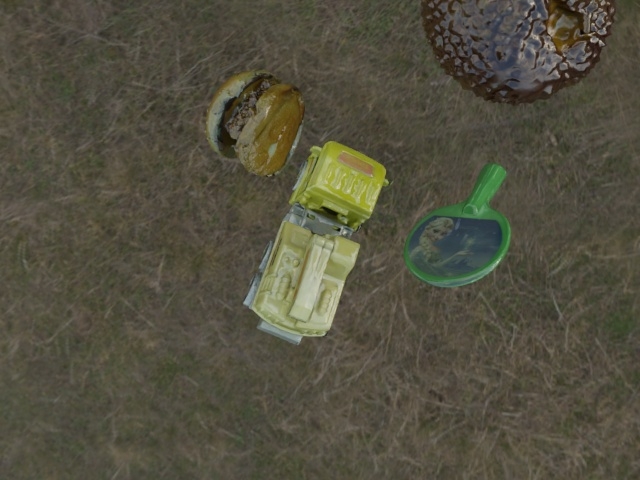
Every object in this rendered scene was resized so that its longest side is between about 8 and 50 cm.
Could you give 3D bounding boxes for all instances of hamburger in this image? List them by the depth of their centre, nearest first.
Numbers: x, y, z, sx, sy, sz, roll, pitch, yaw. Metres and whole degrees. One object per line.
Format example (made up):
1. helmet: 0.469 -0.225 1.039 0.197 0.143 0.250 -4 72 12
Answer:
1. hamburger: -0.106 -0.198 1.112 0.113 0.185 0.177 23 120 20

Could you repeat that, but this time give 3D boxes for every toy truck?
1. toy truck: 0.000 0.000 0.894 0.124 0.272 0.157 25 163 -11

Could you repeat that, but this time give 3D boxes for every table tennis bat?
1. table tennis bat: 0.226 -0.029 1.021 0.160 0.257 0.039 9 140 36

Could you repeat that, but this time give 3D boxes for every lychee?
1. lychee: 0.261 -0.328 0.923 0.267 0.267 0.268 8 119 14
